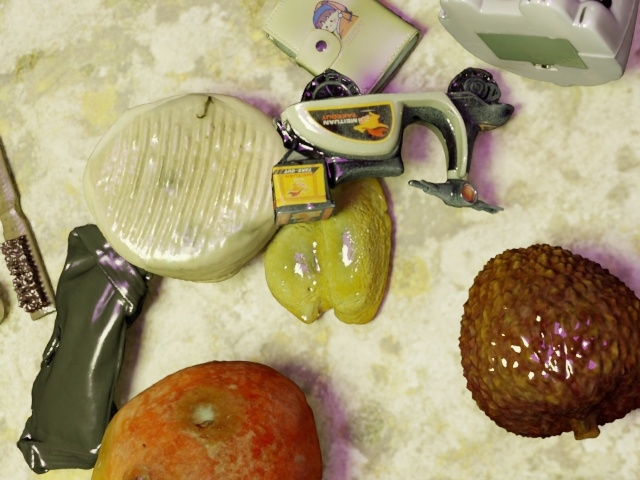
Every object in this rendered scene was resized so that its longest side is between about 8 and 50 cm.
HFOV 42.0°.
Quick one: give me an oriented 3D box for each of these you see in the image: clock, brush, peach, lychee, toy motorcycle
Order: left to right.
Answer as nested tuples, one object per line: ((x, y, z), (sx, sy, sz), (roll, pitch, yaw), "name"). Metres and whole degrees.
((-0.392, -0.019, 1.056), (0.043, 0.036, 0.248), (-23, 80, 10), "brush")
((-0.117, 0.234, 0.838), (0.232, 0.257, 0.232), (-2, 83, 14), "peach")
((0.077, -0.100, 0.864), (0.263, 0.091, 0.157), (-5, 81, -6), "toy motorcycle")
((0.220, 0.100, 0.787), (0.194, 0.194, 0.194), (-1, 86, 17), "lychee")
((0.247, -0.300, 0.813), (0.189, 0.189, 0.254), (21, 89, 18), "clock")

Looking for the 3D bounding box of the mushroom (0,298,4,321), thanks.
((-0.436, 0.077, 1.047), (0.083, 0.067, 0.083), (15, 126, 21), "mushroom")

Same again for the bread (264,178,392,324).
((0.000, 0.000, 0.920), (0.149, 0.065, 0.187), (3, 89, 22), "bread")

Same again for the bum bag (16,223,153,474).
((-0.271, 0.131, 0.989), (0.142, 0.080, 0.326), (18, 95, 25), "bum bag")

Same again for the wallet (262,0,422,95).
((0.021, -0.232, 0.941), (0.155, 0.039, 0.110), (39, 95, 15), "wallet")

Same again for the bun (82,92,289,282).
((-0.143, -0.056, 0.939), (0.237, 0.116, 0.210), (-2, 81, 5), "bun")
